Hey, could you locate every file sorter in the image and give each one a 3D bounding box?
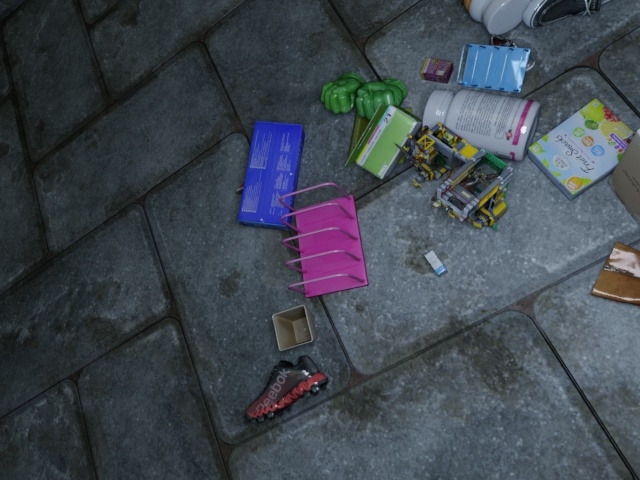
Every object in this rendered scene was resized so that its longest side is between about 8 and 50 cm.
[{"bbox_3d":[0.000,0.000,1.363,0.202,0.182,0.291,-14,72,19],"label":"file sorter"},{"bbox_3d":[0.488,-0.490,1.303,0.170,0.104,0.118,17,115,25],"label":"file sorter"}]

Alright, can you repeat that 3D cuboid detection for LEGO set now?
[{"bbox_3d":[0.335,-0.142,1.222,0.192,0.255,0.331,-41,72,-9],"label":"LEGO set"}]

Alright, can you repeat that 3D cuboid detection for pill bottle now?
[{"bbox_3d":[0.491,-0.759,1.360,0.162,0.162,0.278,-27,67,14],"label":"pill bottle"},{"bbox_3d":[0.441,-0.329,1.274,0.283,0.160,0.160,20,85,25],"label":"pill bottle"}]

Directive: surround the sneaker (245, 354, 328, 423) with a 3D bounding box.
[{"bbox_3d":[-0.116,0.433,1.351,0.276,0.097,0.135,-34,67,9],"label":"sneaker"}]

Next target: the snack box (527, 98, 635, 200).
[{"bbox_3d":[0.687,-0.235,1.199,0.207,0.070,0.174,-38,66,12],"label":"snack box"}]

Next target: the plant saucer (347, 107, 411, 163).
[{"bbox_3d":[0.180,-0.341,1.450,0.188,0.045,0.188,6,79,24],"label":"plant saucer"}]

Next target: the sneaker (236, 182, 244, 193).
[{"bbox_3d":[-0.248,-0.211,1.597,0.118,0.042,0.067,-25,72,7],"label":"sneaker"}]

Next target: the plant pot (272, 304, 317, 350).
[{"bbox_3d":[-0.066,0.263,1.372,0.109,0.096,0.109,-21,71,17],"label":"plant pot"}]

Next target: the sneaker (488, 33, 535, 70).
[{"bbox_3d":[0.551,-0.548,1.336,0.061,0.065,0.158,-49,64,5],"label":"sneaker"}]

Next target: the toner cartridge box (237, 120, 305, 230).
[{"bbox_3d":[-0.159,-0.215,1.523,0.165,0.075,0.348,7,79,10],"label":"toner cartridge box"}]

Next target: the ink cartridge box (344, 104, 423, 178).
[{"bbox_3d":[0.179,-0.269,1.269,0.097,0.255,0.189,35,113,8],"label":"ink cartridge box"}]

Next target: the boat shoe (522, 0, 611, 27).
[{"bbox_3d":[0.735,-0.684,1.262,0.335,0.121,0.119,-29,63,11],"label":"boat shoe"}]

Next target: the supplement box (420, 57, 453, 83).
[{"bbox_3d":[0.362,-0.526,1.421,0.083,0.043,0.055,22,86,26],"label":"supplement box"}]

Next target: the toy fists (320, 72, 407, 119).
[{"bbox_3d":[0.126,-0.454,1.435,0.279,0.096,0.142,21,60,31],"label":"toy fists"}]

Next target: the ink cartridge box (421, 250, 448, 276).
[{"bbox_3d":[0.321,0.059,1.288,0.028,0.048,0.083,-36,67,11],"label":"ink cartridge box"}]

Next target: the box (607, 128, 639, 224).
[{"bbox_3d":[0.761,-0.155,1.013,0.121,0.311,0.148,-29,67,14],"label":"box"}]

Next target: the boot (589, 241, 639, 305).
[{"bbox_3d":[0.775,0.161,1.049,0.280,0.096,0.264,21,86,26],"label":"boot"}]
